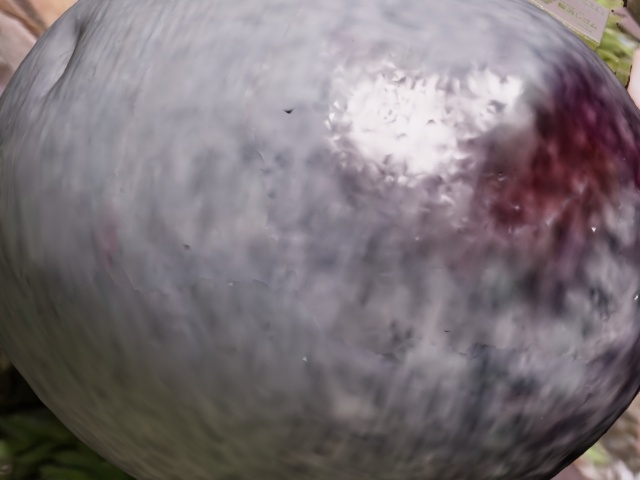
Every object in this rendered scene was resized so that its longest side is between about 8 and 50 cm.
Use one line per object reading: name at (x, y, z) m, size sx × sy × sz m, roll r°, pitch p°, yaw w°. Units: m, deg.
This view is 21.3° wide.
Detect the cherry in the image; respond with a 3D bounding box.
cherry at (0.000, 0.000, 0.633) m, size 0.255 × 0.296 × 0.218 m, roll 33°, pitch 73°, yaw -11°

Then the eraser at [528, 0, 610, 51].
eraser at (0.125, -0.139, 0.973) m, size 0.083 × 0.019 × 0.038 m, roll 31°, pitch 46°, yaw -7°
